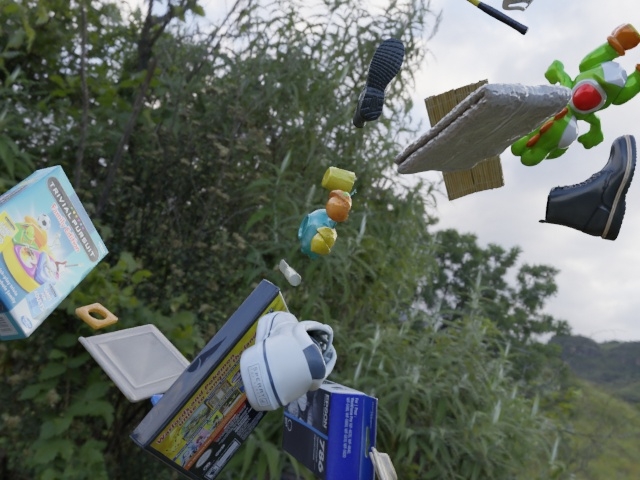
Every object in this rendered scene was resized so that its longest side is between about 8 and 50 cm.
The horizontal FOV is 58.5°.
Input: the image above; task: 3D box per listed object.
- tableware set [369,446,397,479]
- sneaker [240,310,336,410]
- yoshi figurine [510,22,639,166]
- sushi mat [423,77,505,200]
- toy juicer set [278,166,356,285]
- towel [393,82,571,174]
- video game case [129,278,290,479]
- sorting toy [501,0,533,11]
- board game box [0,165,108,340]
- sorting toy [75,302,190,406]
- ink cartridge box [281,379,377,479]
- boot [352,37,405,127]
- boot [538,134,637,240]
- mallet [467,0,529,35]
[{"bbox_3d":[0.088,0.304,0.646,0.020,0.141,0.168,-24,-19,3],"label":"tableware set"},{"bbox_3d":[-0.026,0.134,0.672,0.091,0.094,0.258,-14,4,2],"label":"sneaker"},{"bbox_3d":[0.609,-0.319,1.350,0.203,0.362,0.203,32,25,-35],"label":"yoshi figurine"},{"bbox_3d":[0.362,-0.240,1.415,0.152,0.019,0.316,-13,-52,14],"label":"sushi mat"},{"bbox_3d":[0.000,0.000,1.366,0.090,0.329,0.209,22,25,-17],"label":"toy juicer set"},{"bbox_3d":[0.273,-0.187,1.008,0.187,0.049,0.282,-7,-16,-28],"label":"towel"},{"bbox_3d":[-0.131,0.225,0.867,0.035,0.275,0.248,29,-24,27],"label":"video game case"},{"bbox_3d":[0.292,-0.356,0.802,0.083,0.044,0.075,-10,-30,-27],"label":"sorting toy"},{"bbox_3d":[-0.649,0.017,1.289,0.079,0.336,0.253,-9,-61,19],"label":"board game box"},{"bbox_3d":[-0.354,0.243,1.125,0.348,0.047,0.196,38,18,27],"label":"sorting toy"},{"bbox_3d":[0.006,0.362,1.118,0.065,0.165,0.333,7,-9,-23],"label":"ink cartridge box"},{"bbox_3d":[0.151,-0.447,1.633,0.084,0.246,0.161,21,3,-10],"label":"boot"},{"bbox_3d":[0.494,-0.109,1.057,0.137,0.197,0.077,13,-10,15],"label":"boot"},{"bbox_3d":[0.246,-0.382,0.913,0.190,0.039,0.062,39,25,20],"label":"mallet"}]
